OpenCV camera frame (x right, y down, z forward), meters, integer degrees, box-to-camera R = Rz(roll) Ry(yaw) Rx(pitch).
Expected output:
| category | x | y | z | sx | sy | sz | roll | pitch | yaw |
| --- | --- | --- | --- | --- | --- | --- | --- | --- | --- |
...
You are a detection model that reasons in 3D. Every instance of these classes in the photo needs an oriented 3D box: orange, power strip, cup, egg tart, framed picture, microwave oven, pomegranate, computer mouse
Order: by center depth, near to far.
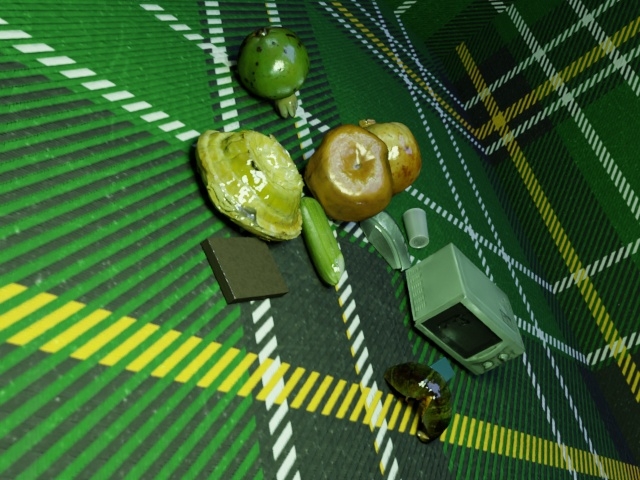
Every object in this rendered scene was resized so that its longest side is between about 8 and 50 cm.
| category | x | y | z | sx | sy | sz | roll | pitch | yaw |
| --- | --- | --- | --- | --- | --- | --- | --- | --- | --- |
| framed picture | -0.140 | 0.053 | 1.192 | 0.168 | 0.023 | 0.128 | 0 | 59 | -58 |
| egg tart | -0.128 | -0.128 | 1.302 | 0.290 | 0.115 | 0.290 | 39 | 27 | -25 |
| power strip | 0.298 | 0.333 | 1.577 | 0.123 | 0.032 | 0.056 | -6 | 65 | -60 |
| orange | 0.076 | -0.161 | 1.588 | 0.249 | 0.183 | 0.249 | 6 | 73 | -20 |
| pomegranate | -0.115 | -0.436 | 1.635 | 0.202 | 0.202 | 0.248 | -90 | 167 | -48 |
| microwave oven | 0.384 | 0.195 | 1.710 | 0.295 | 0.181 | 0.237 | 38 | 30 | -30 |
| computer mouse | 0.195 | -0.013 | 1.756 | 0.231 | 0.071 | 0.126 | 51 | 27 | -10 |
| pomegranate | 0.165 | -0.232 | 1.774 | 0.248 | 0.248 | 0.248 | 39 | 31 | -29 |
| cup | 0.304 | -0.030 | 1.968 | 0.104 | 0.074 | 0.116 | 69 | 13 | -49 |

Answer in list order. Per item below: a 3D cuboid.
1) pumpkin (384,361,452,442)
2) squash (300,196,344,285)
| category | x | y | z | sx | sy | sz | roll | pitch | yaw |
| --- | --- | --- | --- | --- | --- | --- | --- | --- | --- |
| pumpkin | 0.236 | 0.345 | 1.389 | 0.183 | 0.107 | 0.119 | 59 | 22 | 3 |
| squash | 0.000 | 0.000 | 1.429 | 0.069 | 0.069 | 0.239 | 17 | 45 | -51 |
